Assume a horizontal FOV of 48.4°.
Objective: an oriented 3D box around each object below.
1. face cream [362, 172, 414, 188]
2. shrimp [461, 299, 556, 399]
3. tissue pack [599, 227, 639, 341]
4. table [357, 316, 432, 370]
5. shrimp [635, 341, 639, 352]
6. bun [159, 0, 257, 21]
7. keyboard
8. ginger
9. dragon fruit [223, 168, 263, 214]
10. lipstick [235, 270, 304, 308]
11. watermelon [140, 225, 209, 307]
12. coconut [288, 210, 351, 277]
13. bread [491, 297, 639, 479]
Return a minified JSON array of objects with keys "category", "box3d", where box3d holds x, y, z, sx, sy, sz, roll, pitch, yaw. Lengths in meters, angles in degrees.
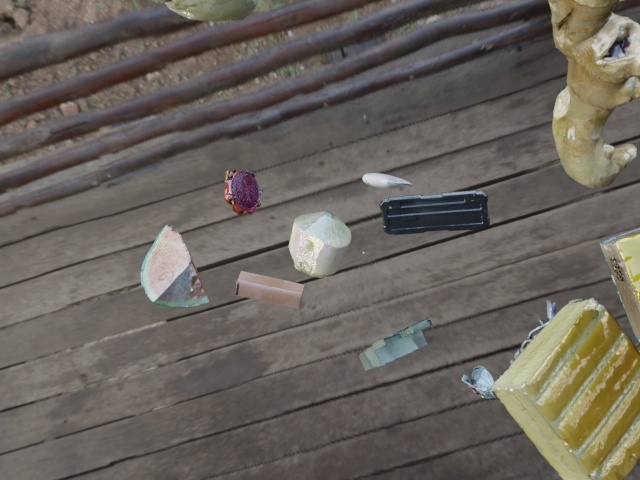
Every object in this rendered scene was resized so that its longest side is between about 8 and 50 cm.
[{"category":"face cream","box3d":[0.088,-0.080,0.971,0.038,0.115,0.020,5,97,-17]},{"category":"shrimp","box3d":[0.510,0.284,1.711,0.166,0.221,0.410,54,135,23]},{"category":"tissue pack","box3d":[0.512,0.060,1.066,0.120,0.082,0.169,-19,85,-1]},{"category":"table","box3d":[0.196,0.266,1.811,0.146,0.175,0.062,-20,80,-25]},{"category":"shrimp","box3d":[0.567,0.177,1.233,0.023,0.083,0.114,53,134,11]},{"category":"bun","box3d":[-0.222,-0.462,1.274,0.237,0.210,0.116,33,124,5]},{"category":"keyboard","box3d":[0.277,-0.068,1.742,0.262,0.016,0.106,-4,118,16]},{"category":"ginger","box3d":[0.231,-0.130,0.587,0.089,0.288,0.075,24,70,36]},{"category":"dragon fruit","box3d":[-0.209,-0.120,1.816,0.068,0.126,0.112,-6,80,40]},{"category":"lipstick","box3d":[-0.111,0.108,1.561,0.145,0.045,0.045,12,123,3]},{"category":"watermelon","box3d":[-0.403,0.090,1.894,0.146,0.128,0.231,-25,54,-9]},{"category":"coconut","box3d":[0.000,0.000,1.383,0.116,0.116,0.122,18,121,4]},{"category":"bread","box3d":[0.437,0.250,1.161,0.246,0.111,0.239,-41,95,-28]}]
